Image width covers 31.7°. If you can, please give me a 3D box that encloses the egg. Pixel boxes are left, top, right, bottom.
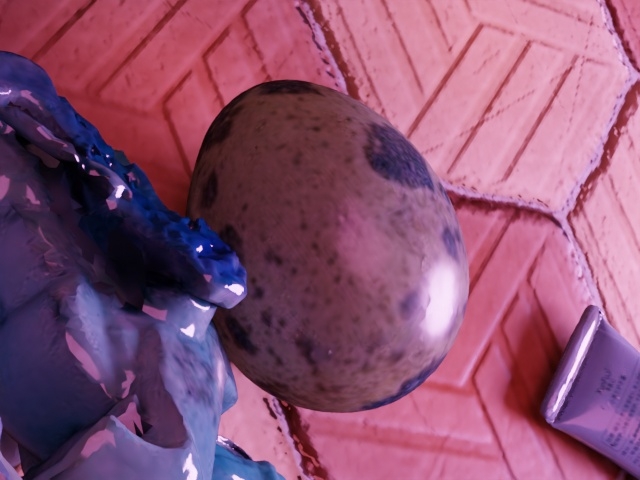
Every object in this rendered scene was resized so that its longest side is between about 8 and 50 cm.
[{"bbox_3d":[0.000,0.000,0.583,0.141,0.141,0.182,-14,75,-32],"label":"egg"}]

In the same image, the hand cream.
[{"bbox_3d":[0.254,0.146,0.735,0.256,0.055,0.088,37,68,-12],"label":"hand cream"}]

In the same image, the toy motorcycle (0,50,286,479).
[{"bbox_3d":[-0.111,0.047,0.480,0.260,0.154,0.206,58,16,17],"label":"toy motorcycle"}]
